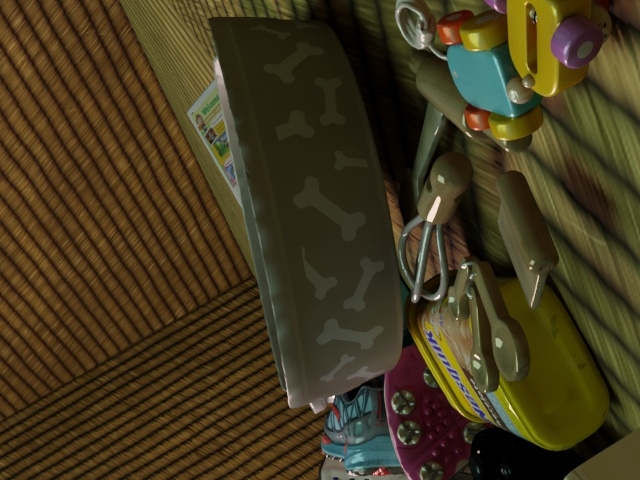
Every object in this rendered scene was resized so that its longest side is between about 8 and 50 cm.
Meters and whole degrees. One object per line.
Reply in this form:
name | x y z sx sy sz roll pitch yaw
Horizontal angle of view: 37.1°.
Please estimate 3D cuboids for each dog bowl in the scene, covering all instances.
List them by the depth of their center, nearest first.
dog bowl | -0.016 -0.029 0.826 0.349 0.102 0.349 167 90 -85

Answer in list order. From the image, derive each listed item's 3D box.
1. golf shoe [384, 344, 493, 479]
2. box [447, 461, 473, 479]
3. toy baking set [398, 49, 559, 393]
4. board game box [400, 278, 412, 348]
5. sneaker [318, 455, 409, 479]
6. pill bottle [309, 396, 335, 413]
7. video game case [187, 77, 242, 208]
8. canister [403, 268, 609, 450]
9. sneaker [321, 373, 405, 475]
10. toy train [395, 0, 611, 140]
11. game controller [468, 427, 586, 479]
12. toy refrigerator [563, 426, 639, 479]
golf shoe | 0.155 0.255 1.075 0.306 0.115 0.140 62 176 -2
box | 0.102 0.360 0.859 0.076 0.307 0.243 21 129 44
toy baking set | 0.078 -0.019 0.596 0.256 0.030 0.197 -115 21 -58
board game box | 0.000 0.000 1.235 0.336 0.079 0.254 57 172 18
sneaker | 0.105 0.337 1.294 0.127 0.182 0.315 52 -174 -34
pill bottle | 0.042 0.180 1.361 0.086 0.152 0.086 58 172 13
video game case | -0.056 -0.109 1.058 0.193 0.023 0.212 60 145 3
canister | 0.133 0.083 0.709 0.126 0.073 0.170 60 171 -3
sneaker | 0.064 0.214 1.185 0.262 0.104 0.125 158 113 -79
toy train | 0.081 -0.116 0.415 0.125 0.046 0.166 60 169 14
game controller | 0.184 0.301 0.720 0.166 0.067 0.319 159 99 -82
toy refrigerator | 0.208 0.195 0.522 0.094 0.102 0.270 53 170 44
